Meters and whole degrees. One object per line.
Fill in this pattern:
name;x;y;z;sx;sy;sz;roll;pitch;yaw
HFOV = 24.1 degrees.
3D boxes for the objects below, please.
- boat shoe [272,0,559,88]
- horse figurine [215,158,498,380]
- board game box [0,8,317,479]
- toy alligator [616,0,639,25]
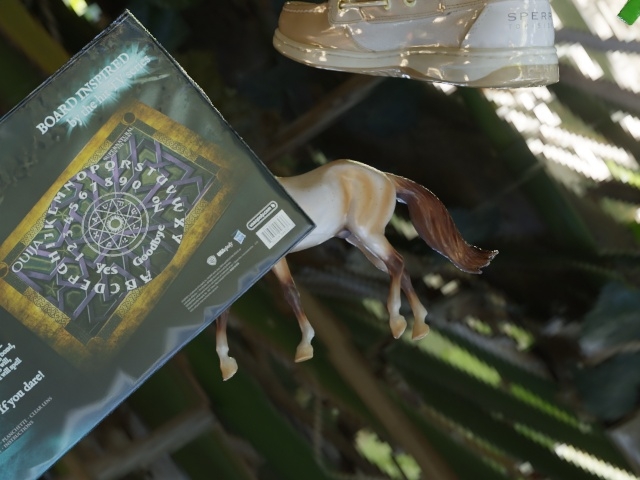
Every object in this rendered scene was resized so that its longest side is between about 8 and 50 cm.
boat shoe;0.041;-0.103;0.669;0.063;0.059;0.170;-7;-166;-39
horse figurine;0.000;0.000;1.127;0.263;0.174;0.066;-10;168;-28
board game box;-0.111;0.008;0.637;0.186;0.126;0.026;-42;-170;-10
toy alligator;0.263;-0.228;1.020;0.189;0.056;0.051;-57;-179;32
